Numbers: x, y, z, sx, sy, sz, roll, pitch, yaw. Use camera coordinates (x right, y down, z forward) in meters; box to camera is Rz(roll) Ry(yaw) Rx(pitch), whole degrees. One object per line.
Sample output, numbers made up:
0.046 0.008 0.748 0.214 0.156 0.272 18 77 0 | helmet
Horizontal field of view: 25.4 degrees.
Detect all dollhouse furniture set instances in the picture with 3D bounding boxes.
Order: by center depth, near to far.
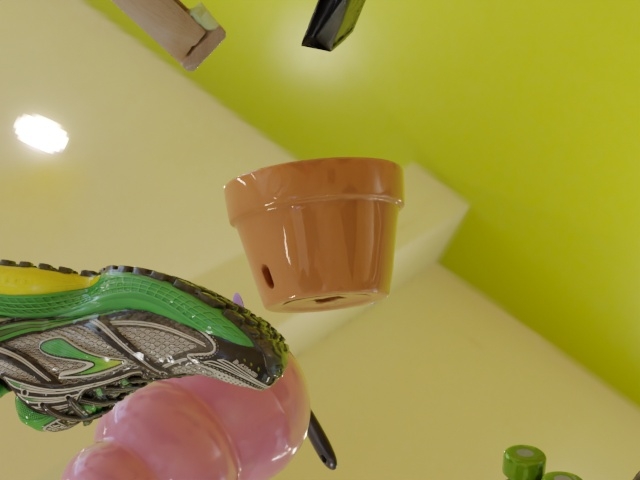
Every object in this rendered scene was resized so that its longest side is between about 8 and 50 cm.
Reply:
-0.125 -0.444 1.723 0.256 0.394 0.362 42 -174 -23 | dollhouse furniture set

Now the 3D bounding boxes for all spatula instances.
-0.055 0.193 1.941 0.030 0.084 0.296 -22 -122 -28 | spatula

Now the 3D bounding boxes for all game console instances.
0.081 -0.401 1.974 0.044 0.213 0.361 29 -147 7 | game console

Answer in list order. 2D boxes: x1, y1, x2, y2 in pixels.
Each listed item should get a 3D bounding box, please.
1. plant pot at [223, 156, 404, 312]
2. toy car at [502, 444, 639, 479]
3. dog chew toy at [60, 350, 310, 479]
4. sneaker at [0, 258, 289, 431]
0.000 0.000 2.254 0.291 0.291 0.203 4 -105 -41 | plant pot
0.316 0.329 1.702 0.188 0.155 0.149 -5 -161 -27 | toy car
-0.164 0.235 1.636 0.206 0.206 0.332 39 -128 17 | dog chew toy
-0.183 0.104 1.254 0.343 0.146 0.134 2 164 28 | sneaker
